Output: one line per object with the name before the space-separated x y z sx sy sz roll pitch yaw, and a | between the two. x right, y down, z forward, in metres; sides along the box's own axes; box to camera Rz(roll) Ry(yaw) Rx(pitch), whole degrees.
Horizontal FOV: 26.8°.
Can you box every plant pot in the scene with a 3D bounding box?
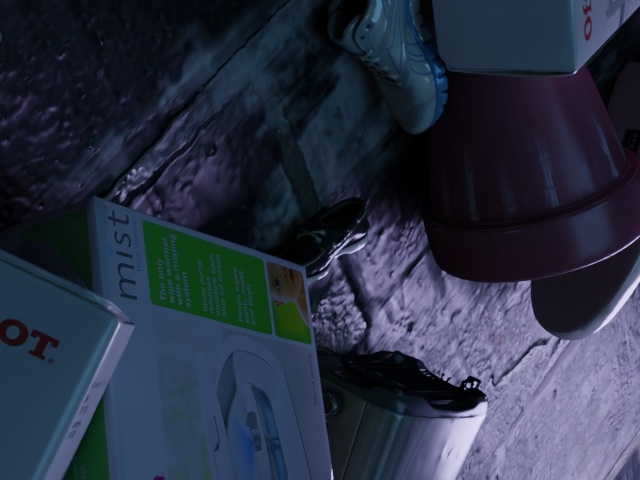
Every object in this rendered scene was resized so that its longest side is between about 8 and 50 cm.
plant pot | 0.174 -0.085 1.179 0.201 0.201 0.180 -35 117 -39

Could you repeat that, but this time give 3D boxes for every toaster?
toaster | 0.053 0.182 1.197 0.227 0.129 0.146 9 104 -57

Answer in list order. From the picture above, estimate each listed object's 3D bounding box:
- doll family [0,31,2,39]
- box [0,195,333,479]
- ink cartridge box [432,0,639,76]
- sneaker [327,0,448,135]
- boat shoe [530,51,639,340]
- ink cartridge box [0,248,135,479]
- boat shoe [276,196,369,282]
doll family | -0.219 -0.148 0.710 0.193 0.076 0.111 -58 148 -11
box | -0.106 0.131 0.862 0.231 0.127 0.262 23 55 -55
ink cartridge box | 0.198 -0.278 1.100 0.283 0.117 0.207 -44 133 -48
sneaker | 0.043 -0.161 1.066 0.083 0.071 0.190 -37 126 -28
boat shoe | 0.355 -0.028 1.484 0.158 0.127 0.340 35 78 -47
ink cartridge box | -0.244 0.120 0.684 0.117 0.201 0.278 114 2 -84
boat shoe | 0.000 0.000 1.100 0.125 0.046 0.038 -29 129 -46
